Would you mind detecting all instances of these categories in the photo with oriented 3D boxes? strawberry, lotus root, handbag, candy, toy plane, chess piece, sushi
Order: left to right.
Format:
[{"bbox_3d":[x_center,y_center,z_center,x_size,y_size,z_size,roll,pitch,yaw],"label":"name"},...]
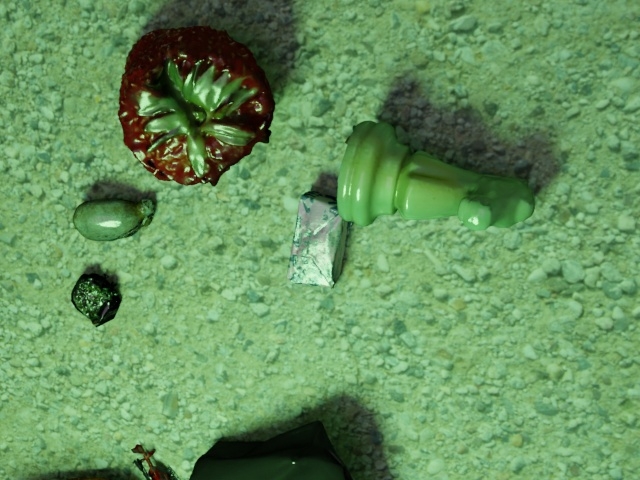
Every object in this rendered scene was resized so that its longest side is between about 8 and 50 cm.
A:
[{"bbox_3d":[-0.433,0.105,1.622,0.083,0.056,0.085,33,114,14],"label":"sushi"},{"bbox_3d":[-0.383,-0.040,1.551,0.165,0.088,0.088,-5,104,8],"label":"lotus root"},{"bbox_3d":[-0.334,0.474,1.694,0.037,0.060,0.145,-40,76,23],"label":"toy plane"},{"bbox_3d":[-0.210,-0.235,1.384,0.261,0.258,0.261,-2,115,-4],"label":"strawberry"},{"bbox_3d":[-0.049,0.489,1.551,0.342,0.152,0.288,-20,106,40],"label":"handbag"},{"bbox_3d":[0.000,0.000,1.445,0.092,0.073,0.160,14,109,11],"label":"candy"},{"bbox_3d":[0.185,-0.079,1.311,0.298,0.176,0.176,14,109,12],"label":"chess piece"}]

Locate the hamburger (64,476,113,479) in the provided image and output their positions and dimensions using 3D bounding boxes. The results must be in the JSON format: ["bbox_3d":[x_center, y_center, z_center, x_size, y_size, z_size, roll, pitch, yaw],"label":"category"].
[{"bbox_3d":[-0.518,0.644,1.664,0.329,0.330,0.250,-10,103,19],"label":"hamburger"}]
